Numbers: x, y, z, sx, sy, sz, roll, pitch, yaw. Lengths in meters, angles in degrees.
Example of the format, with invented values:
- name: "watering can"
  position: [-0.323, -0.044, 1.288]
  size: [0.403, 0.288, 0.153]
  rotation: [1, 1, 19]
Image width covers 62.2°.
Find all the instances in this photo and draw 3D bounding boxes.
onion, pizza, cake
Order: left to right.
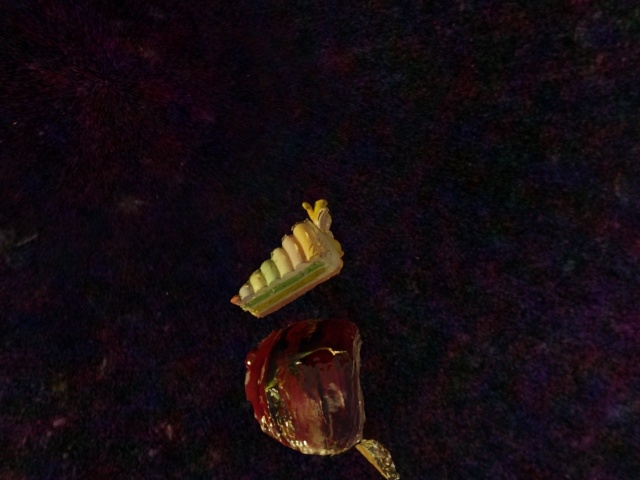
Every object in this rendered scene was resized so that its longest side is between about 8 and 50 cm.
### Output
- name: "cake"
  position: [-0.060, 0.075, 1.028]
  size: [0.225, 0.090, 0.109]
  rotation: [-47, 146, 4]
- name: "onion"
  position: [-0.034, 0.313, 1.174]
  size: [0.279, 0.146, 0.315]
  rotation: [-2, 66, -2]
- name: "pizza"
  position: [0.146, 0.570, 1.440]
  size: [0.052, 0.185, 0.195]
  rotation: [-44, 154, -19]

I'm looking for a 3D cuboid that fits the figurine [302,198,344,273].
- name: "figurine"
  position: [0.000, 0.000, 1.516]
  size: [0.131, 0.247, 0.156]
  rotation: [-5, 144, 7]
